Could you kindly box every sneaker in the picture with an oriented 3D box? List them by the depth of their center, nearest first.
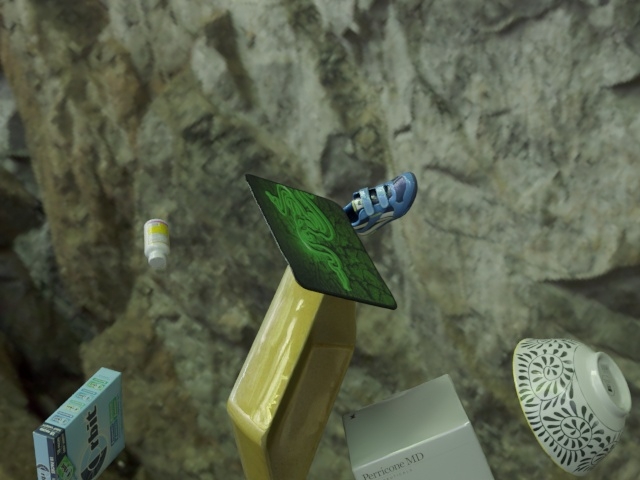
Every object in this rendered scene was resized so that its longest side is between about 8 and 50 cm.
[{"bbox_3d":[0.083,-0.053,1.366,0.059,0.144,0.053,17,49,-37],"label":"sneaker"}]

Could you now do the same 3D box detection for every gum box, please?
[{"bbox_3d":[-0.378,0.316,1.482,0.041,0.184,0.157,13,-61,16],"label":"gum box"}]

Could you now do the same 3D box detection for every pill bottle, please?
[{"bbox_3d":[-0.283,0.006,1.620,0.043,0.043,0.083,51,22,-47],"label":"pill bottle"}]

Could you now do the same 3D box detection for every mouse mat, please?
[{"bbox_3d":[0.000,0.000,1.058,0.153,0.007,0.189,15,33,-40],"label":"mouse mat"}]

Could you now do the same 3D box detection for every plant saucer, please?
[{"bbox_3d":[-0.039,0.190,1.303,0.081,0.332,0.332,15,-34,14],"label":"plant saucer"}]

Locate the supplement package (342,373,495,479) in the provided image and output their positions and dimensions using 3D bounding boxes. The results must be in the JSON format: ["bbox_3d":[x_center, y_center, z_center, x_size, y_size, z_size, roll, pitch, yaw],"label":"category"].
[{"bbox_3d":[0.168,0.377,1.341,0.175,0.178,0.292,-101,167,-76],"label":"supplement package"}]

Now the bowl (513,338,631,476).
[{"bbox_3d":[0.302,0.177,1.073,0.080,0.170,0.170,-30,-61,32],"label":"bowl"}]
